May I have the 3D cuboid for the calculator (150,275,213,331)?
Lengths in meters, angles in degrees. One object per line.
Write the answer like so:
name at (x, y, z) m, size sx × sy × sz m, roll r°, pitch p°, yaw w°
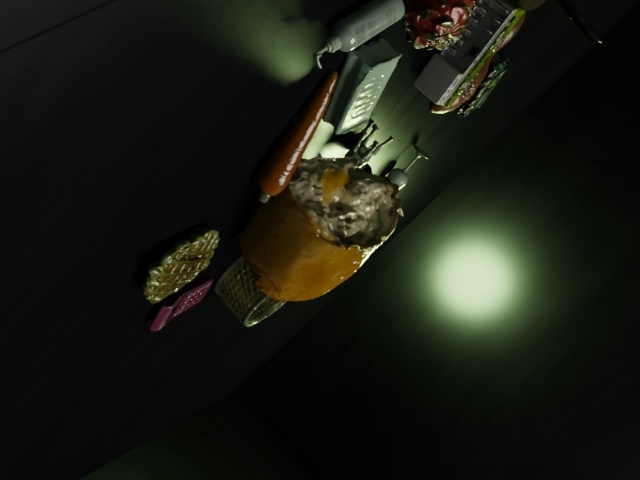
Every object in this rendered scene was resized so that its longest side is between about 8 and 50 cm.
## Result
calculator at (-0.376, 0.167, 1.454) m, size 0.190 × 0.034 × 0.127 m, roll -36°, pitch 166°, yaw -51°

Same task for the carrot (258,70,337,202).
carrot at (-0.052, -0.212, 1.135) m, size 0.069 × 0.069 × 0.336 m, roll -21°, pitch 149°, yaw -58°

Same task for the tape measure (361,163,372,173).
tape measure at (0.123, -0.201, 1.685) m, size 0.091 × 0.054 × 0.094 m, roll -41°, pitch 174°, yaw -13°

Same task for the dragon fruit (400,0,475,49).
dragon fruit at (0.233, -0.467, 1.011) m, size 0.236 × 0.135 × 0.137 m, roll -61°, pitch 172°, yaw -12°

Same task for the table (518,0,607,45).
table at (0.757, -0.693, 1.525) m, size 0.317 × 0.249 × 0.317 m, roll -40°, pitch 167°, yaw -11°

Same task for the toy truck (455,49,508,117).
toy truck at (0.519, -0.520, 1.758) m, size 0.121 × 0.088 × 0.259 m, roll -35°, pitch 167°, yaw -23°

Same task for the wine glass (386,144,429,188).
wine glass at (0.313, -0.260, 2.010) m, size 0.195 × 0.079 × 0.079 m, roll -49°, pitch 166°, yaw 23°

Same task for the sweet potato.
sweet potato at (0.448, -0.509, 1.552) m, size 0.385 × 0.109 × 0.109 m, roll -49°, pitch 167°, yaw -1°

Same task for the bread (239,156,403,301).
bread at (0.000, 0.000, 1.398) m, size 0.361 × 0.250 × 0.394 m, roll -6°, pitch 145°, yaw -40°

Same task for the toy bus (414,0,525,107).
toy bus at (0.377, -0.491, 1.385) m, size 0.139 × 0.113 × 0.302 m, roll -24°, pitch 155°, yaw -54°

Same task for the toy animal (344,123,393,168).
toy animal at (0.097, -0.232, 1.479) m, size 0.176 × 0.073 × 0.217 m, roll -42°, pitch 174°, yaw 34°

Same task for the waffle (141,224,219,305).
waffle at (-0.315, 0.055, 1.214) m, size 0.214 × 0.054 × 0.208 m, roll -41°, pitch 165°, yaw -33°

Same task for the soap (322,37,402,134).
soap at (0.085, -0.324, 1.143) m, size 0.114 × 0.063 × 0.198 m, roll -33°, pitch 164°, yaw -30°

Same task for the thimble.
thimble at (-0.176, 0.127, 1.648) m, size 0.271 × 0.150 × 0.271 m, roll -40°, pitch 167°, yaw -11°

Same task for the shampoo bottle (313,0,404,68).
shampoo bottle at (0.062, -0.370, 0.940) m, size 0.195 × 0.056 × 0.056 m, roll -38°, pitch 167°, yaw -20°
